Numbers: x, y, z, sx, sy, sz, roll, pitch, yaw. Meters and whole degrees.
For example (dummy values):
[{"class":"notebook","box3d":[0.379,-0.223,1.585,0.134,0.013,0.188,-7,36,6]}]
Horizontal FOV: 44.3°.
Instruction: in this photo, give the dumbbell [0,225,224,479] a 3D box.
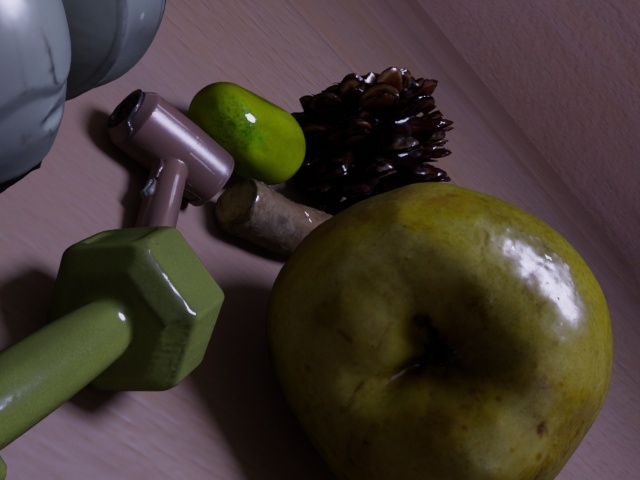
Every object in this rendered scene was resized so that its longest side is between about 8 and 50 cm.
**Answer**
[{"class":"dumbbell","box3d":[-0.164,0.078,0.448,0.302,0.121,0.108,-43,128,-66]}]

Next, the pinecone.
[{"class":"pinecone","box3d":[0.067,-0.104,0.978,0.221,0.221,0.221,42,28,-28]}]

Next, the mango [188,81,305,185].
[{"class":"mango","box3d":[-0.080,-0.120,0.844,0.117,0.089,0.163,44,3,31]}]

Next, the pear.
[{"class":"pear","box3d":[0.110,0.094,0.717,0.304,0.304,0.304,42,28,-28]}]

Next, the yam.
[{"class":"yam","box3d":[0.000,0.000,0.892,0.300,0.066,0.066,23,40,-50]}]

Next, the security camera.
[{"class":"security camera","box3d":[-0.222,-0.145,0.514,0.197,0.191,0.277,18,35,-7]}]

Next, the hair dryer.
[{"class":"hair dryer","box3d":[-0.143,-0.046,0.703,0.117,0.064,0.181,39,35,-33]}]
